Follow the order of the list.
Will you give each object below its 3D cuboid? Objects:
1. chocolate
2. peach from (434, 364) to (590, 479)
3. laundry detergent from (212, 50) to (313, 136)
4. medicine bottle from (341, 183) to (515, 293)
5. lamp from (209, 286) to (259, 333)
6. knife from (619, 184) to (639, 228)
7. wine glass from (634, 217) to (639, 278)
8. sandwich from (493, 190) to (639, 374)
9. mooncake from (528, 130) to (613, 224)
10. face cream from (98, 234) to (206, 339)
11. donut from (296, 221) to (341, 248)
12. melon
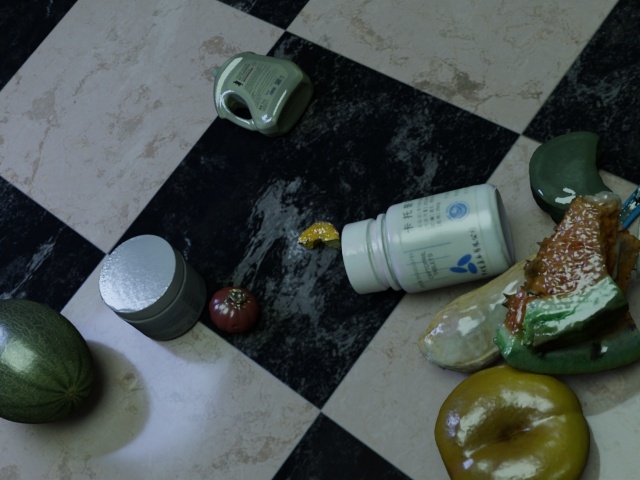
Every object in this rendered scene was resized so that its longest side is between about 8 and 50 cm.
[{"bbox_3d":[0.315,0.130,1.637,0.309,0.134,0.134,-29,56,5],"label":"chocolate"},{"bbox_3d":[0.310,0.322,1.526,0.251,0.153,0.251,-10,66,22],"label":"peach"},{"bbox_3d":[-0.150,-0.338,2.116,0.253,0.091,0.181,26,82,32],"label":"laundry detergent"},{"bbox_3d":[0.198,0.005,1.732,0.292,0.170,0.170,-13,59,18],"label":"medicine bottle"},{"bbox_3d":[-0.170,0.136,1.871,0.101,0.090,0.101,10,50,-12],"label":"lamp"},{"bbox_3d":[0.555,-0.050,1.690,0.044,0.026,0.296,39,83,22],"label":"knife"},{"bbox_3d":[0.677,0.010,1.540,0.321,0.143,0.143,3,65,23],"label":"wine glass"},{"bbox_3d":[0.426,0.071,1.496,0.250,0.162,0.301,5,97,-11],"label":"sandwich"},{"bbox_3d":[0.465,-0.110,1.716,0.168,0.104,0.175,20,71,34],"label":"mooncake"},{"bbox_3d":[-0.339,0.098,1.929,0.177,0.153,0.177,-9,60,17],"label":"face cream"},{"bbox_3d":[0.000,0.000,1.901,0.083,0.038,0.067,-37,57,8],"label":"donut"},{"bbox_3d":[-0.596,0.244,1.910,0.301,0.237,0.237,24,75,30],"label":"melon"}]
